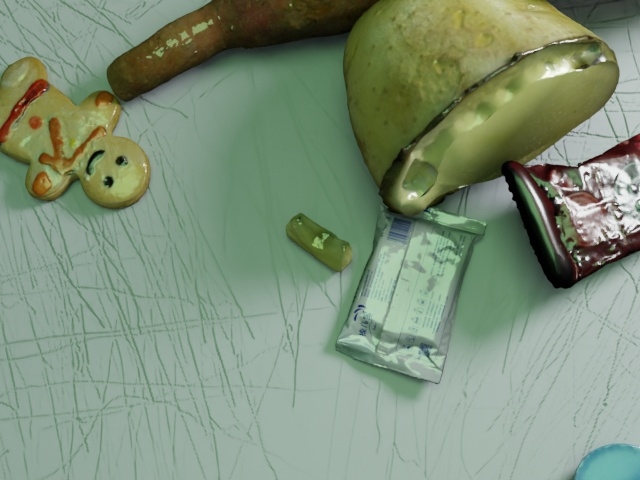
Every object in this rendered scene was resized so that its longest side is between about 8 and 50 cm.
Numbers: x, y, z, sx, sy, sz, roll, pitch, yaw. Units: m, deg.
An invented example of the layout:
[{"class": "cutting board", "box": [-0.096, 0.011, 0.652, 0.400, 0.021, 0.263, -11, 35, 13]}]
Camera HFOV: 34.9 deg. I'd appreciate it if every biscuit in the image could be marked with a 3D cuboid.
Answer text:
[{"class": "biscuit", "box": [-0.300, -0.119, 1.191, 0.234, 0.030, 0.153, 35, 81, 12]}, {"class": "biscuit", "box": [0.316, -0.036, 1.106, 0.235, 0.063, 0.151, -15, 80, -18]}]

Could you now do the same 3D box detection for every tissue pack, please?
[{"class": "tissue pack", "box": [0.100, 0.051, 1.124, 0.122, 0.026, 0.193, 17, 76, 8]}]

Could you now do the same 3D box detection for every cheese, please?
[{"class": "cheese", "box": [0.000, 0.000, 1.135, 0.083, 0.044, 0.030, 35, 63, 13]}]

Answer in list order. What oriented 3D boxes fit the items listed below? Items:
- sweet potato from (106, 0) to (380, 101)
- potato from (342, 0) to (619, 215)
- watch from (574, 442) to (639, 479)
[{"class": "sweet potato", "box": [-0.069, -0.266, 1.183, 0.385, 0.109, 0.109, -17, 75, 4]}, {"class": "potato", "box": [0.144, -0.182, 1.096, 0.285, 0.242, 0.242, -37, 75, 16]}, {"class": "watch", "box": [0.334, 0.293, 0.961, 0.211, 0.193, 0.211, -1, 77, 4]}]
